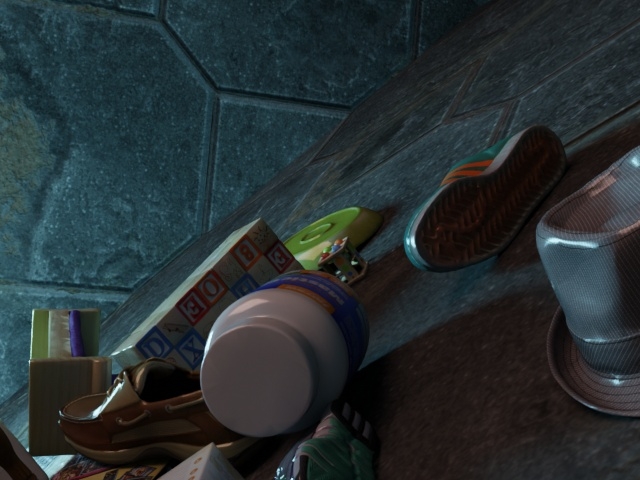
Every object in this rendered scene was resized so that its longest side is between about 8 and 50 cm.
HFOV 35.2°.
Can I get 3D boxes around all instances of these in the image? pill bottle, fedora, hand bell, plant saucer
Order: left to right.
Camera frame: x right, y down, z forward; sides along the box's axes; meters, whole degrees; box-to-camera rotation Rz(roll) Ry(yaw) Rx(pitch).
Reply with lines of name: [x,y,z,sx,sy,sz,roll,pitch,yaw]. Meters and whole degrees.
hand bell: [-0.396,0.315,1.345,0.126,0.242,0.126,-36,11,8]
pill bottle: [-0.037,0.120,1.089,0.152,0.152,0.272,-36,-2,11]
plant saucer: [0.000,0.000,1.824,0.241,0.037,0.241,-27,12,6]
fedora: [0.260,0.004,0.800,0.244,0.124,0.275,-35,11,20]

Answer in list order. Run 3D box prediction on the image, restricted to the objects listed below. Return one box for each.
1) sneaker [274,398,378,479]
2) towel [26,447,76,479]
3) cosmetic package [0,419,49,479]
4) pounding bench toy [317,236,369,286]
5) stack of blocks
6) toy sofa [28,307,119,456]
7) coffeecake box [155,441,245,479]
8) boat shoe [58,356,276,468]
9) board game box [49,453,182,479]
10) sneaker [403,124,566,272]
sneaker: [-0.005,0.225,0.916,0.098,0.083,0.224,-46,-2,13]
towel: [-0.462,0.368,1.853,0.324,0.056,0.312,-41,11,-19]
cosmetic package: [-0.669,0.340,1.456,0.329,0.393,0.327,-40,-2,-37]
pounding bench toy: [0.037,0.029,1.595,0.052,0.065,0.083,-34,11,21]
stack of blocks: [-0.140,0.127,1.485,0.087,0.171,0.297,-25,18,52]
toy sofa: [-0.376,0.215,1.615,0.177,0.150,0.362,1,8,-15]
coffeecake box: [-0.161,0.312,1.048,0.142,0.068,0.185,-35,11,13]
boat shoe: [-0.199,0.201,1.253,0.324,0.119,0.122,-5,20,33]
board game box: [-0.260,0.306,1.260,0.165,0.042,0.243,-6,19,28]
sneaker: [0.194,-0.042,1.293,0.302,0.108,0.121,-36,6,-36]
